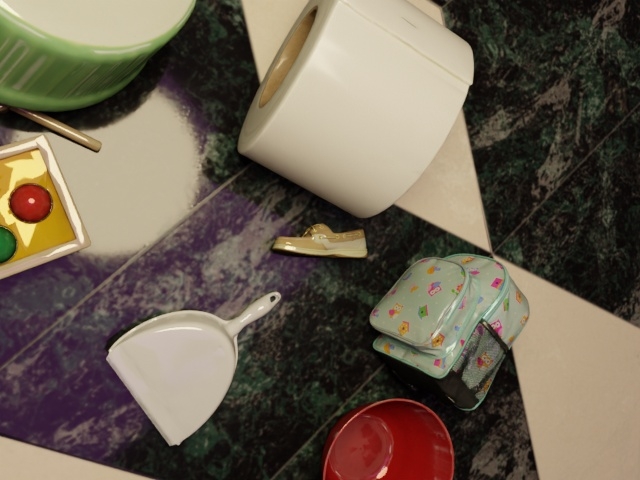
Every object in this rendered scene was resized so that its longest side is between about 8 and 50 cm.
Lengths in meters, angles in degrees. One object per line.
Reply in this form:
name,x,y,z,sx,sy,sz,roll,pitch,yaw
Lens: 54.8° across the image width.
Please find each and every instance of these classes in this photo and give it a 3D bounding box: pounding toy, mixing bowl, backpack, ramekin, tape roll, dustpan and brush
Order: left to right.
pounding toy,-0.321,-0.077,0.664,0.181,0.094,0.205,-23,98,-19
ramekin,-0.266,-0.293,0.606,0.304,0.148,0.303,5,82,-41
dustpan and brush,-0.132,0.129,0.762,0.211,0.060,0.147,-34,102,-11
tape roll,0.033,-0.170,0.721,0.169,0.246,0.246,27,80,-18
mixing bowl,0.072,0.288,0.808,0.182,0.098,0.181,1,89,-21
backpack,0.172,0.100,0.812,0.188,0.166,0.144,-44,113,-18

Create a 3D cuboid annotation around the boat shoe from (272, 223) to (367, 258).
boat shoe,0.000,0.000,0.813,0.136,0.050,0.045,4,85,-31
